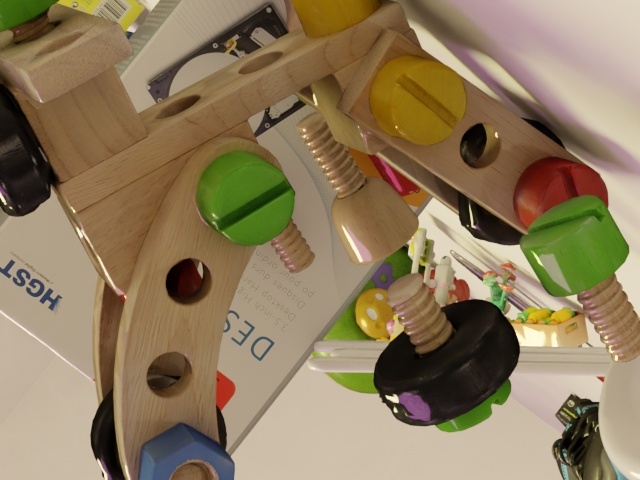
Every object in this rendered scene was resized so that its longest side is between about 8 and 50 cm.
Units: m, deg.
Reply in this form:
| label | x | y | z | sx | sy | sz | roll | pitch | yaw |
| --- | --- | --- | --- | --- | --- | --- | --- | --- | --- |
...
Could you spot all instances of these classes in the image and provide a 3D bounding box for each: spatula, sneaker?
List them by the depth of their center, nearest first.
| label | x | y | z | sx | sy | sz | roll | pitch | yaw |
| --- | --- | --- | --- | --- | --- | --- | --- | --- | --- |
| spatula | 0.115 | 0.057 | 0.855 | 0.242 | 0.019 | 0.168 | 2 | -179 | 2 |
| sneaker | 0.251 | 0.201 | 1.466 | 0.140 | 0.125 | 0.341 | 37 | 175 | 22 |

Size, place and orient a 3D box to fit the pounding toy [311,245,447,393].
| label | x | y | z | sx | sy | sz | roll | pitch | yaw |
| --- | --- | --- | --- | --- | --- | --- | --- | --- | --- |
| pounding toy | 0.059 | 0.056 | 1.877 | 0.237 | 0.183 | 0.110 | 42 | 151 | -16 |

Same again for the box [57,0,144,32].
| label | x | y | z | sx | sy | sz | roll | pitch | yaw |
| --- | --- | --- | --- | --- | --- | --- | --- | --- | --- |
| box | -0.258 | -0.252 | 1.575 | 0.232 | 0.058 | 0.087 | 35 | 176 | 46 |

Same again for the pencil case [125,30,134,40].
| label | x | y | z | sx | sy | sz | roll | pitch | yaw |
| --- | --- | --- | --- | --- | --- | --- | --- | --- | --- |
| pencil case | -0.234 | -0.152 | 1.684 | 0.306 | 0.119 | 0.133 | -25 | -75 | -76 |

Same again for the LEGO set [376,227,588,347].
| label | x | y | z | sx | sy | sz | roll | pitch | yaw |
| --- | --- | --- | --- | --- | --- | --- | --- | --- | --- |
| LEGO set | 0.122 | 0.045 | 1.423 | 0.132 | 0.107 | 0.287 | 10 | 171 | -11 |

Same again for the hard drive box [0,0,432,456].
| label | x | y | z | sx | sy | sz | roll | pitch | yaw |
| --- | --- | --- | --- | --- | --- | --- | --- | --- | --- |
| hard drive box | -0.060 | -0.021 | 0.952 | 0.181 | 0.232 | 0.089 | 38 | 178 | -16 |

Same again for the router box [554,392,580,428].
| label | x | y | z | sx | sy | sz | roll | pitch | yaw |
| --- | --- | --- | --- | --- | --- | --- | --- | --- | --- |
| router box | 0.359 | 0.249 | 2.236 | 0.092 | 0.038 | 0.122 | 38 | 178 | 19 |

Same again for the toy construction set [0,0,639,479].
| label | x | y | z | sx | sy | sz | roll | pitch | yaw |
| --- | --- | --- | --- | --- | --- | --- | --- | --- | --- |
| toy construction set | -0.032 | -0.057 | 0.753 | 0.237 | 0.257 | 0.309 | 57 | -165 | -18 |

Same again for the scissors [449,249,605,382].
| label | x | y | z | sx | sy | sz | roll | pitch | yaw |
| --- | --- | --- | --- | --- | --- | --- | --- | --- | --- |
| scissors | 0.239 | 0.102 | 1.498 | 0.297 | 0.021 | 0.109 | 40 | 177 | -13 |

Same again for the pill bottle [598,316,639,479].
| label | x | y | z | sx | sy | sz | roll | pitch | yaw |
| --- | --- | --- | --- | --- | --- | --- | --- | --- | --- |
| pill bottle | 0.212 | 0.099 | 0.688 | 0.193 | 0.108 | 0.108 | 39 | 178 | -25 |
